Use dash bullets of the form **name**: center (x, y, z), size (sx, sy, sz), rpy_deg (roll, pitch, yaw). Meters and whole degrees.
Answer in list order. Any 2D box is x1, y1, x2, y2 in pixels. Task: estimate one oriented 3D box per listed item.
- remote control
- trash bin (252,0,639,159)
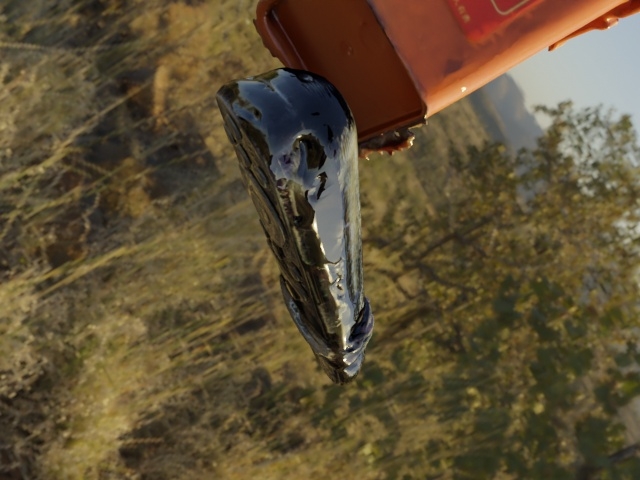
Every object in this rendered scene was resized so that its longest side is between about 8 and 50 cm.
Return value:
- **remote control**: center (0.000, 0.000, 0.588), size (0.266, 0.066, 0.090), rpy_deg (75, -11, -49)
- **trash bin**: center (0.082, -0.167, 0.621), size (0.161, 0.239, 0.184), rpy_deg (59, -26, -11)
